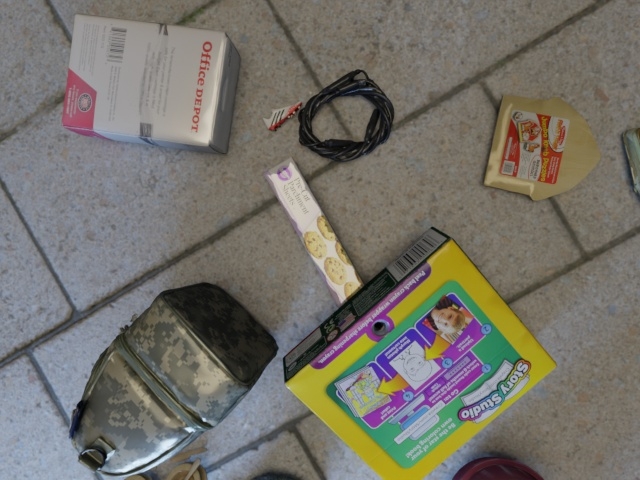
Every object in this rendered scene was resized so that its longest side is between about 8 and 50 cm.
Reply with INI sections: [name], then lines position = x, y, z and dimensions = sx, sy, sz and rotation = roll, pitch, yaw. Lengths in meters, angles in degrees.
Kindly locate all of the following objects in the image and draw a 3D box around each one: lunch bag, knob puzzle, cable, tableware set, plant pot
[lunch bag]
position = -0.241, 0.228, 0.784
dimensions = 0.212, 0.305, 0.256
rotation = 42, 93, 3
[knob puzzle]
position = 0.414, -0.167, 0.863
dimensions = 0.213, 0.030, 0.213
rotation = 0, 91, 4
[cable]
position = 0.045, -0.225, 0.886
dimensions = 0.184, 0.047, 0.151
rotation = -32, 94, 2
[tableware set]
position = -0.314, 0.481, 0.893
dimensions = 0.194, 0.039, 0.128
rotation = -15, 53, 4
[plant pot]
position = 0.329, 0.477, 0.782
dimensions = 0.201, 0.180, 0.202
rotation = 0, 68, 1

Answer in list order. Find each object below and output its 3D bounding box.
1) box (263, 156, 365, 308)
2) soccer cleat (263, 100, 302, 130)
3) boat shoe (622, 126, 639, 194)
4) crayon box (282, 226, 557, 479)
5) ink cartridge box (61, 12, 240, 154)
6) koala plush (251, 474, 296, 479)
[box]
position = 0.000, 0.000, 0.881
dimensions = 0.067, 0.063, 0.324
rotation = -29, 89, 2
[soccer cleat]
position = -0.073, -0.246, 0.898
dimensions = 0.083, 0.029, 0.036
rotation = -38, 93, 9
[boat shoe]
position = 0.591, -0.131, 0.849
dimensions = 0.056, 0.048, 0.153
rotation = -21, 97, -8
[crayon box]
position = 0.171, 0.215, 0.820
dimensions = 0.363, 0.106, 0.313
rotation = -42, 104, 4
[ink cartridge box]
position = -0.308, -0.283, 0.869
dimensions = 0.282, 0.117, 0.208
rotation = 9, 92, 4
[koala plush]
position = -0.106, 0.553, 0.823
dimensions = 0.196, 0.221, 0.203
rotation = 38, 93, 3
